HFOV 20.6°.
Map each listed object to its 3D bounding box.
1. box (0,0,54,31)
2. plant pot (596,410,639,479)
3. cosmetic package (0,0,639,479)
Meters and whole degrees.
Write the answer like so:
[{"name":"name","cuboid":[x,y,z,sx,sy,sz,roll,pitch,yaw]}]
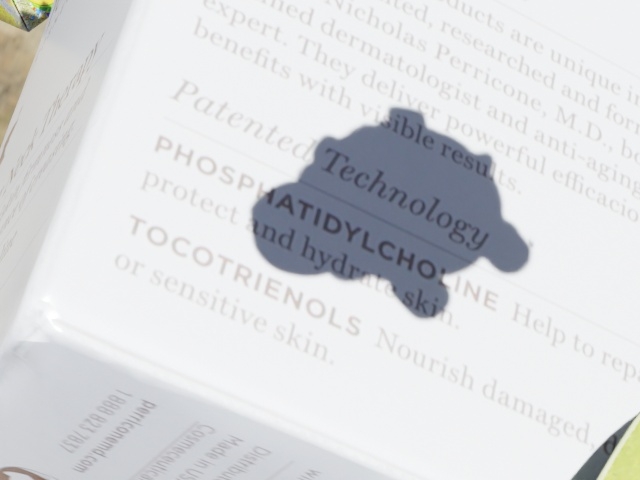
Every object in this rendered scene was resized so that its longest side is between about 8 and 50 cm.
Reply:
[{"name":"box","cuboid":[-0.241,-0.343,1.383,0.290,0.279,0.177,26,148,42]},{"name":"plant pot","cuboid":[0.257,0.193,0.603,0.293,0.275,0.275,15,133,37]},{"name":"cosmetic package","cuboid":[0.000,0.000,0.931,0.327,0.394,0.329,25,146,-15]}]
